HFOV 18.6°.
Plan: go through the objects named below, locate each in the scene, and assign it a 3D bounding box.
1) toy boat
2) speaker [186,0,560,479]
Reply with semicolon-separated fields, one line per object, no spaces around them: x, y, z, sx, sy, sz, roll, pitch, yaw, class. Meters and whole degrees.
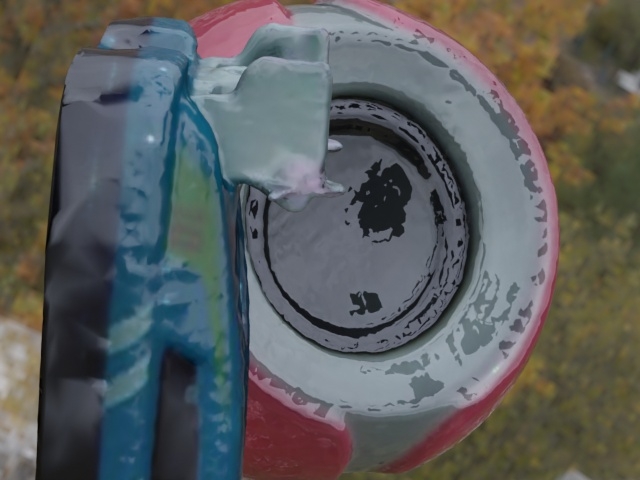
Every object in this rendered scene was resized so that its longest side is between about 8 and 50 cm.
-0.044;0.077;0.681;0.092;0.299;0.134;4;17;1;toy boat
0.000;0.000;1.156;0.294;0.294;0.294;20;31;-13;speaker
